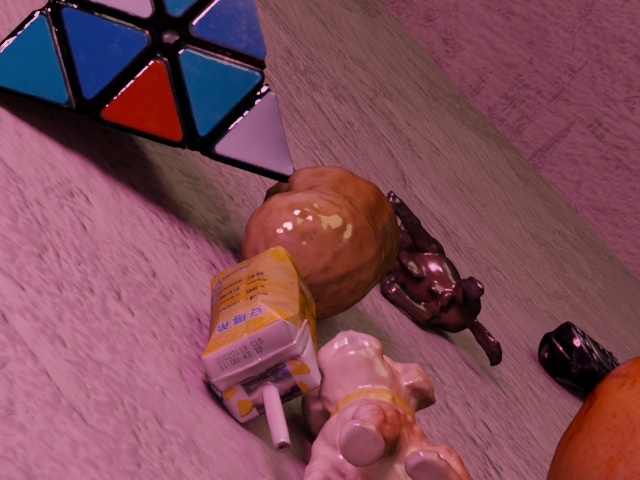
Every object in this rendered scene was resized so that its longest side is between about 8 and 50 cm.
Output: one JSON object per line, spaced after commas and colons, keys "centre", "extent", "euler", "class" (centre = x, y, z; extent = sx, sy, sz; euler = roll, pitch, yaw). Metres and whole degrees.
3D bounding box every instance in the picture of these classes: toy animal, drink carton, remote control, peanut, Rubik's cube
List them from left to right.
{"centre": [-0.196, -0.152, 1.306], "extent": [0.234, 0.250, 0.284], "euler": [2, -69, 67], "class": "Rubik's cube"}
{"centre": [-0.042, 0.076, 1.078], "extent": [0.200, 0.084, 0.074], "euler": [-95, 160, -70], "class": "drink carton"}
{"centre": [0.000, 0.000, 1.313], "extent": [0.129, 0.129, 0.224], "euler": [44, 12, -1], "class": "peanut"}
{"centre": [0.062, 0.162, 1.090], "extent": [0.184, 0.104, 0.185], "euler": [38, 10, -17], "class": "toy animal"}
{"centre": [0.120, 0.033, 1.643], "extent": [0.232, 0.084, 0.148], "euler": [47, 13, 25], "class": "toy animal"}
{"centre": [0.356, 0.174, 1.966], "extent": [0.266, 0.066, 0.090], "euler": [32, 32, -54], "class": "remote control"}

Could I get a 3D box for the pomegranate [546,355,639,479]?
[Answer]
{"centre": [0.329, 0.241, 1.231], "extent": [0.319, 0.319, 0.319], "euler": [41, 14, -13], "class": "pomegranate"}
